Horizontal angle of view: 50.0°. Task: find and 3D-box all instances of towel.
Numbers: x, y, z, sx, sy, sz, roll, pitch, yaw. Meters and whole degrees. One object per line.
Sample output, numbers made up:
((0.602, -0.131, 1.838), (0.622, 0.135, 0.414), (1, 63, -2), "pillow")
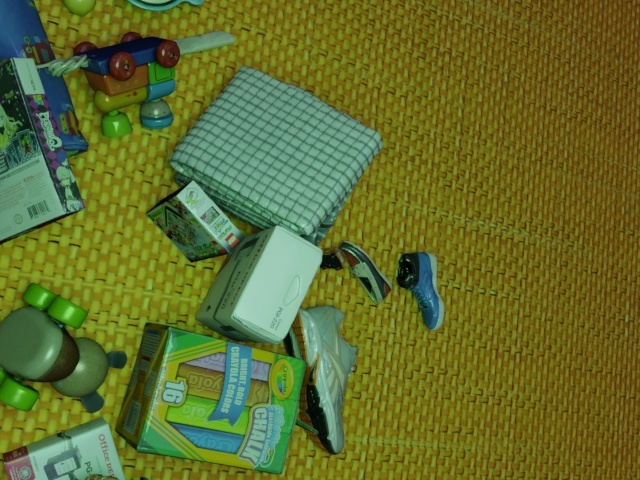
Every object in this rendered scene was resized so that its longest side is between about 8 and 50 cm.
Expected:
((-0.068, -0.131, 1.121), (0.283, 0.121, 0.235), (28, 64, 14), "towel")

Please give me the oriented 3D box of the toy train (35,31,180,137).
((-0.321, -0.219, 1.031), (0.248, 0.105, 0.144), (-33, 134, -44), "toy train")

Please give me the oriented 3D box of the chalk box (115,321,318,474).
((-0.141, 0.248, 1.069), (0.288, 0.180, 0.179), (18, 77, -24), "chalk box")

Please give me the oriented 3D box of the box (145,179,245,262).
((-0.197, -0.024, 1.053), (0.114, 0.207, 0.036), (49, 67, -13), "box")

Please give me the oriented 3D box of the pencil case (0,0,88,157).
((-0.450, -0.248, 1.006), (0.119, 0.133, 0.306), (-26, 98, -62), "pencil case")

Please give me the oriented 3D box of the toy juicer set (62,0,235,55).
((-0.304, -0.414, 1.109), (0.209, 0.089, 0.329), (-44, 104, -23), "toy juicer set")

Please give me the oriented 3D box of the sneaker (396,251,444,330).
((0.184, 0.097, 1.305), (0.084, 0.058, 0.152), (2, 79, -31), "sneaker")

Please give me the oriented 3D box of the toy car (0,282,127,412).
((-0.374, 0.179, 1.015), (0.188, 0.148, 0.155), (43, 69, -47), "toy car")

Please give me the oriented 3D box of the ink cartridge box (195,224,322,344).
((-0.102, 0.074, 1.082), (0.092, 0.218, 0.159), (31, 72, -20), "ink cartridge box")

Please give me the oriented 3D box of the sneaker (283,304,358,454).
((0.022, 0.237, 1.196), (0.121, 0.099, 0.263), (-11, 90, -31), "sneaker")

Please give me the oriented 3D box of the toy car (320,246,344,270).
((0.000, 0.000, 1.230), (0.122, 0.060, 0.040), (54, 51, -14), "toy car")

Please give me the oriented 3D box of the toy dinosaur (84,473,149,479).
((-0.264, 0.475, 0.980), (0.322, 0.164, 0.218), (50, 41, -21), "toy dinosaur")

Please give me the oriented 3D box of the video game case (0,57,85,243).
((-0.443, -0.108, 0.942), (0.042, 0.232, 0.210), (-24, 96, -59), "video game case")

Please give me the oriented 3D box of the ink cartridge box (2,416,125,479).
((-0.373, 0.341, 1.010), (0.150, 0.063, 0.109), (-17, 92, -26), "ink cartridge box")

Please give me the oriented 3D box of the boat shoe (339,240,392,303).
((0.079, 0.058, 1.268), (0.043, 0.049, 0.137), (-48, 110, -20), "boat shoe")
